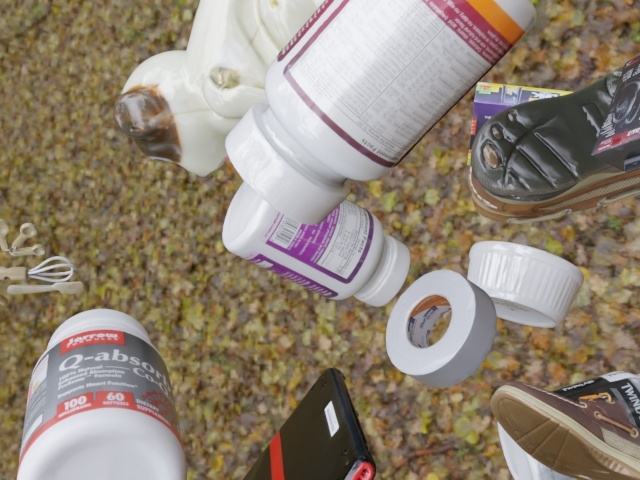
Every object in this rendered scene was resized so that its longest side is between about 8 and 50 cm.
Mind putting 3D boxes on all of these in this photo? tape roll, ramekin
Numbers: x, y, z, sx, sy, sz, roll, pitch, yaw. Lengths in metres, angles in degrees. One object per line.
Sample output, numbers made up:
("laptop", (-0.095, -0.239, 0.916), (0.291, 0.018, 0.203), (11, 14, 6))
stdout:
("tape roll", (0.230, 0.169, 1.472), (0.219, 0.072, 0.219), (-32, 42, 34))
("ramekin", (0.467, 0.110, 1.787), (0.273, 0.273, 0.127), (4, 70, 50))

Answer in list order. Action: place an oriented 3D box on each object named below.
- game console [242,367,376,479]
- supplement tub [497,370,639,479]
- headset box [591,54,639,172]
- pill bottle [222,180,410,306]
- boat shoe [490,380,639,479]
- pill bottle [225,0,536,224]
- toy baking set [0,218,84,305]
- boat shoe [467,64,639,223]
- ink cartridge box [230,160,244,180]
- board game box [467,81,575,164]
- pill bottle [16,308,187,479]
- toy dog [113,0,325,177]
("game console", (-0.046, 0.385, 1.127), (0.342, 0.060, 0.386), (-53, 10, 4))
("supplement tub", (0.518, 0.367, 1.456), (0.193, 0.316, 0.194), (163, 90, -84))
("headset box", (0.217, -0.085, 0.502), (0.062, 0.032, 0.083), (152, 141, -77))
("pill bottle", (0.000, 0.000, 1.302), (0.169, 0.301, 0.169), (-45, 30, 34))
("boat shoe", (0.438, 0.309, 1.212), (0.342, 0.123, 0.123), (27, 140, 11))
("pill bottle", (0.037, -0.121, 0.557), (0.221, 0.121, 0.121), (-45, 51, 21))
("toy baking set", (-0.570, 0.054, 1.415), (0.196, 0.256, 0.030), (-23, 45, 13))
("boat shoe", (0.297, -0.097, 0.771), (0.120, 0.324, 0.123), (90, 166, -65))
("ink cartridge box", (-0.103, -0.151, 1.912), (0.273, 0.114, 0.197), (56, 163, -9))
("board game box", (0.318, -0.168, 1.173), (0.170, 0.141, 0.048), (9, 55, 13))
("pill bottle", (-0.318, 0.250, 1.106), (0.363, 0.210, 0.210), (-131, 57, -64))
("toy dog", (-0.146, -0.280, 1.222), (0.408, 0.395, 0.284), (-42, 17, 14))
